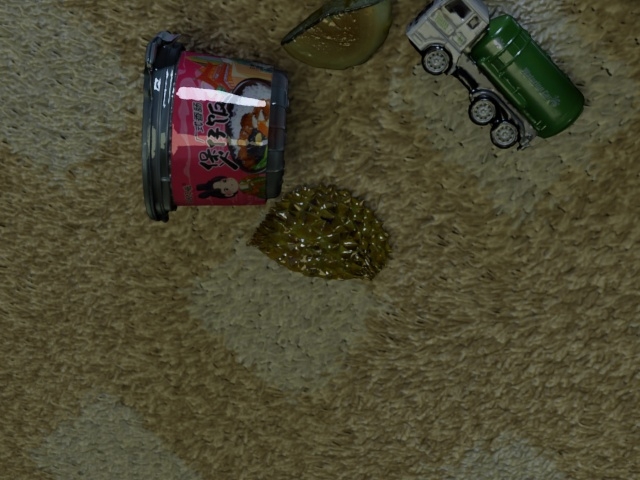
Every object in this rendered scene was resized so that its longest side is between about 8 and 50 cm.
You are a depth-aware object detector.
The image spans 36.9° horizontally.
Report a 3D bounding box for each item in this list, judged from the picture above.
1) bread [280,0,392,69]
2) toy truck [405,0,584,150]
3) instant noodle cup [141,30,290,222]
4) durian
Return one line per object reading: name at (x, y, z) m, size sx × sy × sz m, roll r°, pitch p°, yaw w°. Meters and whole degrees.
bread at (0.035, -0.278, 1.283) m, size 0.157 × 0.083 × 0.094 m, roll -33°, pitch 106°, yaw 28°
toy truck at (0.227, -0.223, 1.251) m, size 0.242 × 0.101 × 0.125 m, roll 43°, pitch 113°, yaw -10°
instant noodle cup at (-0.136, -0.151, 1.315) m, size 0.182 × 0.258 × 0.302 m, roll 3°, pitch 160°, yaw -2°
durian at (-0.001, -0.002, 1.423) m, size 0.182 × 0.165 × 0.132 m, roll 44°, pitch 162°, yaw 17°
